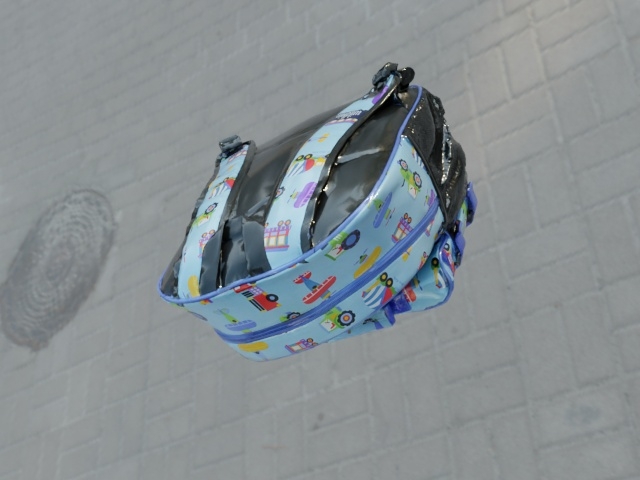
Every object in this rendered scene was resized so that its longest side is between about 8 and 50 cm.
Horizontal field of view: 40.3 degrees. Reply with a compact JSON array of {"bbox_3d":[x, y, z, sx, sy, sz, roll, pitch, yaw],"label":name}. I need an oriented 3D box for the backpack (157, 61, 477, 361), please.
[{"bbox_3d":[0.000,0.000,0.488,0.158,0.117,0.173,-20,25,27],"label":"backpack"}]
